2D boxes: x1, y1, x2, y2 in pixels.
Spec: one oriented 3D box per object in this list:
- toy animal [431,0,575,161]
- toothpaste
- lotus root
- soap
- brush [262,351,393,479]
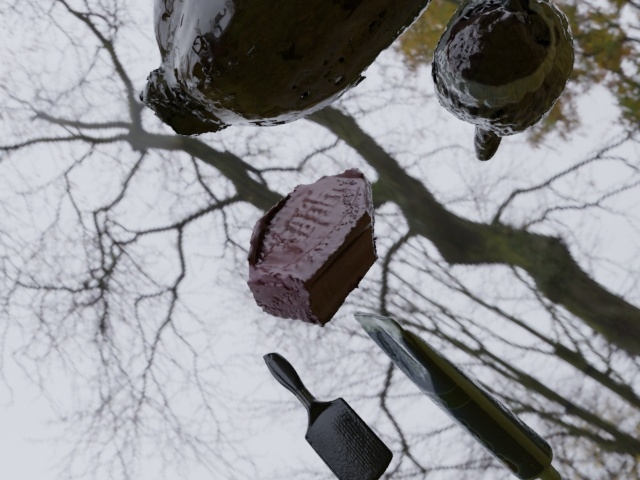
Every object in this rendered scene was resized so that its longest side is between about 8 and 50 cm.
[{"bbox_3d":[0.119,-0.106,0.650,0.098,0.098,0.137,-14,-52,-39],"label":"toy animal"},{"bbox_3d":[0.100,0.111,0.643,0.197,0.057,0.034,42,-105,-20],"label":"toothpaste"},{"bbox_3d":[0.005,-0.244,0.777,0.397,0.196,0.179,-47,-53,7],"label":"lotus root"},{"bbox_3d":[0.000,0.000,1.496,0.289,0.182,0.112,-47,-43,-37],"label":"soap"},{"bbox_3d":[0.000,0.183,1.001,0.063,0.193,0.016,-48,-29,7],"label":"brush"}]
